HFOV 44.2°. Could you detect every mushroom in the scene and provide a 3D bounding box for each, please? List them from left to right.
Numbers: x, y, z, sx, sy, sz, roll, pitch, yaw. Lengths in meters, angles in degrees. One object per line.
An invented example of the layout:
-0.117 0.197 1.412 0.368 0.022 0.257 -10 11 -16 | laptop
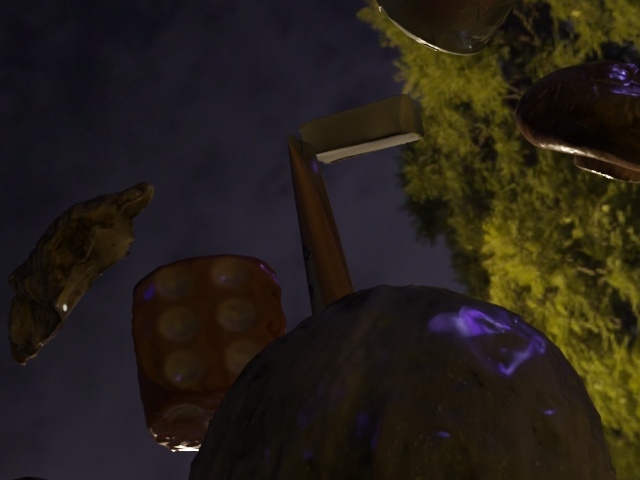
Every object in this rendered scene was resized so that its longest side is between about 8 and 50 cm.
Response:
0.357 -0.149 1.027 0.151 0.285 0.156 -19 -59 -39 | mushroom

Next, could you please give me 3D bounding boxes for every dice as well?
-0.117 0.126 0.902 0.173 0.179 0.175 -6 -125 -8 | dice

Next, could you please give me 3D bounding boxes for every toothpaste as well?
0.000 0.000 0.727 0.067 0.042 0.195 5 -108 -70 | toothpaste

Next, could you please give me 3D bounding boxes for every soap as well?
0.070 -0.177 1.284 0.121 0.183 0.064 1 -104 -73 | soap

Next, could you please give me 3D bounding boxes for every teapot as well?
0.158 -0.342 0.907 0.163 0.178 0.222 13 -134 -25 | teapot

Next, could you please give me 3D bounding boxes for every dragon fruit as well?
0.048 0.131 0.519 0.204 0.282 0.221 50 -131 -56 | dragon fruit

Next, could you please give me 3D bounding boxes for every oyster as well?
-0.378 0.041 1.161 0.110 0.341 0.166 42 -153 -4 | oyster

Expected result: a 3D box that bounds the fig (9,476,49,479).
-0.202 0.284 0.493 0.170 0.145 0.274 41 -132 -14 | fig
